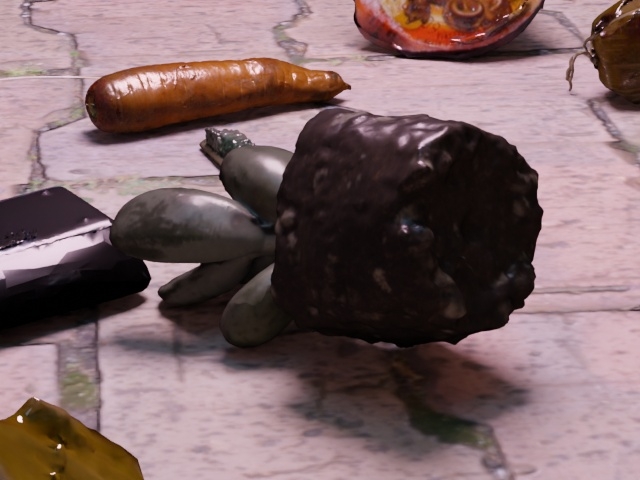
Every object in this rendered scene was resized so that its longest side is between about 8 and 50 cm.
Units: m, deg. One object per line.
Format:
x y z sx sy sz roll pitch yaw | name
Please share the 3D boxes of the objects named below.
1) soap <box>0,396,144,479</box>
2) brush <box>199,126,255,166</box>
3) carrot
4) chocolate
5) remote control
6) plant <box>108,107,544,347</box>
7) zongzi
0.063 0.184 0.494 0.338 0.304 0.169 -4 27 -8 | soap
-0.053 -0.058 1.403 0.034 0.027 0.190 -11 26 -19 | brush
-0.088 -0.131 1.545 0.248 0.059 0.059 -9 24 -24 | carrot
0.134 -0.267 1.749 0.221 0.221 0.147 3 -4 10 | chocolate
-0.312 0.036 1.148 0.399 0.062 0.144 -16 27 -31 | remote control
0.002 0.001 1.133 0.274 0.149 0.146 -3 -25 39 | plant
0.369 -0.152 1.522 0.247 0.111 0.241 -14 32 -16 | zongzi
